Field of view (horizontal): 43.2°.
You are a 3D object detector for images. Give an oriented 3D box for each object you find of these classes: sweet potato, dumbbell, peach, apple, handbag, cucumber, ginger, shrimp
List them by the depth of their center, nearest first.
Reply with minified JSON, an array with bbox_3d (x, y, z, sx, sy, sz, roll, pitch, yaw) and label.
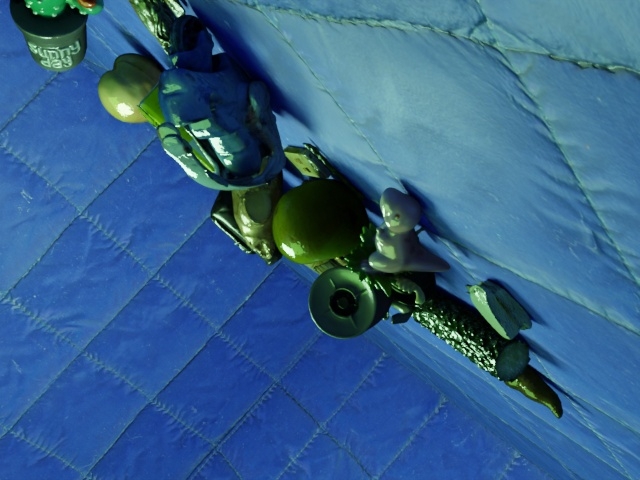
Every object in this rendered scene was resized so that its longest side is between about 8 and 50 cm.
[{"bbox_3d":[-0.281,-0.407,1.445,0.169,0.058,0.296,33,166,37],"label":"shrimp"},{"bbox_3d":[-0.005,-0.038,1.610,0.196,0.197,0.156,166,89,-81],"label":"apple"},{"bbox_3d":[0.180,0.073,1.619,0.099,0.099,0.208,40,172,20],"label":"dumbbell"},{"bbox_3d":[0.287,0.181,1.709,0.096,0.096,0.359,47,171,-34],"label":"cucumber"},{"bbox_3d":[0.420,0.287,1.765,0.274,0.067,0.067,40,173,33],"label":"sweet potato"},{"bbox_3d":[-0.153,-0.093,1.923,0.123,0.270,0.219,5,-163,-7],"label":"ginger"},{"bbox_3d":[-0.483,-0.393,2.109,0.184,0.184,0.184,41,173,6],"label":"peach"},{"bbox_3d":[-0.179,-0.078,2.202,0.244,0.088,0.275,43,-151,-21],"label":"handbag"}]

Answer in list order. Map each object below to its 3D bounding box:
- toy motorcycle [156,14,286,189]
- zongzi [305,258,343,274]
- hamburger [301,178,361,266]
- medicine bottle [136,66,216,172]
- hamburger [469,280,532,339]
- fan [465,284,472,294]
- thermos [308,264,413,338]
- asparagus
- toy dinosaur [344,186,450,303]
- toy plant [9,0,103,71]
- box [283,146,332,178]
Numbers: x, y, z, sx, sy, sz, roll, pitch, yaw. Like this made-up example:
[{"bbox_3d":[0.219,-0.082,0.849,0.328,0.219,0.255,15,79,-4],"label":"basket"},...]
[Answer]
[{"bbox_3d":[-0.171,-0.219,1.419,0.319,0.182,0.241,50,-163,-47],"label":"toy motorcycle"},{"bbox_3d":[0.000,0.000,2.019,0.286,0.134,0.288,41,173,-3],"label":"zongzi"},{"bbox_3d":[0.018,-0.042,1.809,0.231,0.107,0.231,42,180,0],"label":"hamburger"},{"bbox_3d":[-0.311,-0.287,1.975,0.250,0.141,0.137,43,176,-9],"label":"medicine bottle"},{"bbox_3d":[0.303,0.113,1.405,0.121,0.054,0.084,48,175,-22],"label":"hamburger"},{"bbox_3d":[0.296,0.104,1.559,0.056,0.004,0.083,43,174,-9],"label":"fan"},{"bbox_3d":[0.101,0.124,1.723,0.176,0.145,0.265,35,-165,18],"label":"thermos"},{"bbox_3d":[0.027,-0.135,1.551,0.163,0.016,0.016,44,-161,-16],"label":"asparagus"},{"bbox_3d":[0.146,-0.006,1.384,0.194,0.152,0.177,50,143,-10],"label":"toy dinosaur"},{"bbox_3d":[-0.648,-0.571,1.949,0.280,0.185,0.400,35,158,5],"label":"toy plant"},{"bbox_3d":[-0.029,-0.161,1.667,0.073,0.020,0.149,46,172,-21],"label":"box"}]
